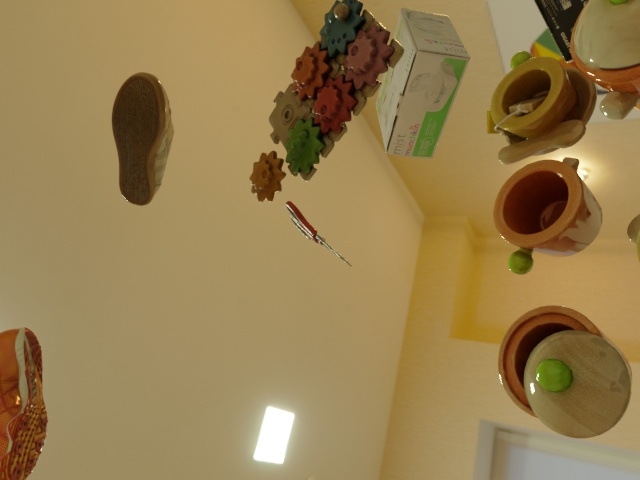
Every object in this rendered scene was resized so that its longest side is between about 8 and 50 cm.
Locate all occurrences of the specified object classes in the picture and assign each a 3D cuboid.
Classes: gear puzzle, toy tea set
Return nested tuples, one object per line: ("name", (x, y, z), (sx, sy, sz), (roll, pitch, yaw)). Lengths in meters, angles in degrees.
("gear puzzle", (-0.029, -0.197, 0.743), (0.044, 0.339, 0.175), (6, -135, -43))
("toy tea set", (0.186, -0.044, 0.334), (0.124, 0.200, 0.335), (23, -119, -33))

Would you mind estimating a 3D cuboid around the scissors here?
("scissors", (0.000, 0.000, 1.181), (0.021, 0.297, 0.109), (-36, -40, -13))

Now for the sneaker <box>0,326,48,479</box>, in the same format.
("sneaker", (-0.333, 0.176, 0.519), (0.064, 0.068, 0.175), (87, 161, -49))

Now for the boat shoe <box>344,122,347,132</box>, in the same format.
("boat shoe", (0.029, -0.244, 0.918), (0.152, 0.049, 0.056), (84, 170, -75))

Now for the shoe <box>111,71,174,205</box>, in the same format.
("shoe", (-0.259, -0.150, 0.721), (0.058, 0.077, 0.219), (-69, 3, -50))

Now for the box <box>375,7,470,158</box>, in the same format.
("box", (0.225, -0.369, 1.161), (0.231, 0.127, 0.261), (-94, 12, -45))

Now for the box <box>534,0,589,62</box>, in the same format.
("box", (0.452, -0.443, 0.825), (0.220, 0.175, 0.051), (61, -149, -2))
